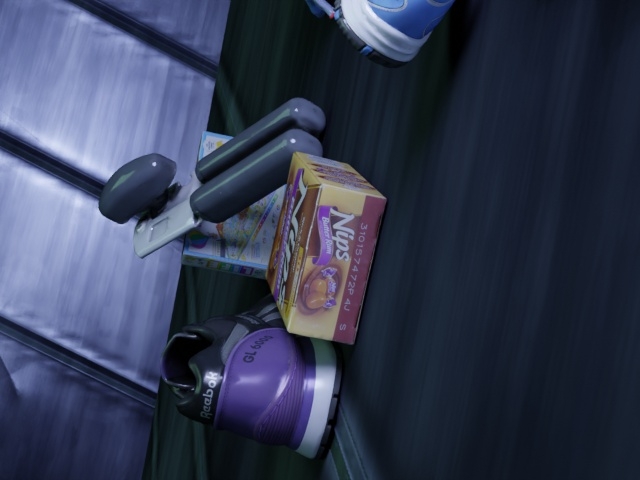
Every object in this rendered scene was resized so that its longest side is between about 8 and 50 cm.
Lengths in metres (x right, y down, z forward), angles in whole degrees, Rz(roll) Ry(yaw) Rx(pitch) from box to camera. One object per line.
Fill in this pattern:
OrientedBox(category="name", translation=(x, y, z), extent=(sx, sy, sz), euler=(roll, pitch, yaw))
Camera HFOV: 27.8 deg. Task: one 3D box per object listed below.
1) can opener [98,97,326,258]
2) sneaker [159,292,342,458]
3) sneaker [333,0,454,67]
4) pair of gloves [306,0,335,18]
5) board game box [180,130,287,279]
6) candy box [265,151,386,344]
OrientedBox(category="can opener", translation=(-0.118, -0.065, 1.285), extent=(0.283, 0.095, 0.076), euler=(-29, 44, 41))
OrientedBox(category="sneaker", translation=(-0.065, 0.086, 1.041), extent=(0.283, 0.124, 0.107), euler=(-143, 65, -80))
OrientedBox(category="sneaker", translation=(0.066, -0.204, 0.796), extent=(0.081, 0.080, 0.211), euler=(-35, 41, 46))
OrientedBox(category="pair of gloves", translation=(-0.046, -0.283, 1.317), extent=(0.023, 0.159, 0.198), euler=(-45, 15, 8))
OrientedBox(category="board game box", translation=(-0.089, -0.038, 1.396), extent=(0.026, 0.103, 0.154), euler=(117, 162, -60))
OrientedBox(category="candy box", translation=(0.000, 0.000, 0.977), extent=(0.187, 0.053, 0.109), euler=(-129, 51, -76))
